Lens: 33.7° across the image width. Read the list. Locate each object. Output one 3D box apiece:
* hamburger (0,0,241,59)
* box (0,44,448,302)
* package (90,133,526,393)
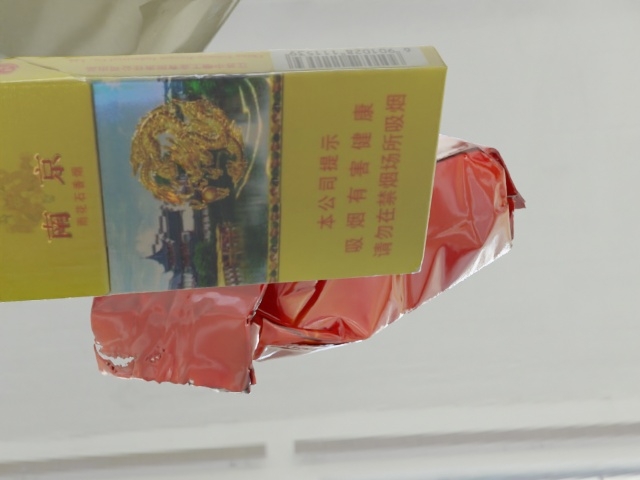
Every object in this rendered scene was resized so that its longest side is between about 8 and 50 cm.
[{"bbox_3d":[-0.159,-0.208,0.572,0.294,0.276,0.179,29,-67,7],"label":"hamburger"},{"bbox_3d":[-0.038,-0.022,0.359,0.155,0.023,0.087,-4,-51,-9],"label":"box"},{"bbox_3d":[0.001,0.000,0.885,0.196,0.123,0.423,1,17,39],"label":"package"}]
